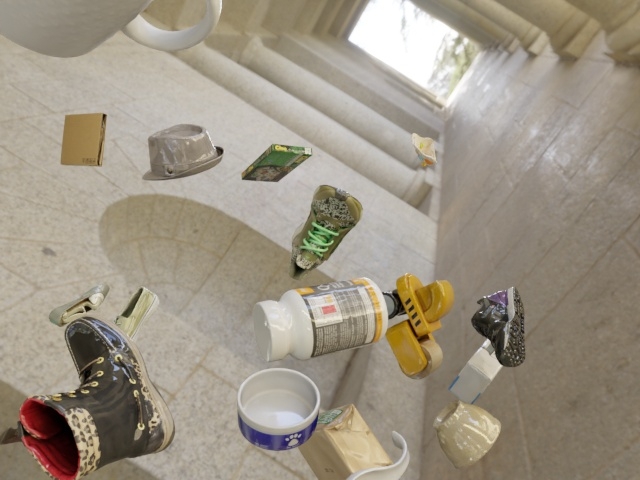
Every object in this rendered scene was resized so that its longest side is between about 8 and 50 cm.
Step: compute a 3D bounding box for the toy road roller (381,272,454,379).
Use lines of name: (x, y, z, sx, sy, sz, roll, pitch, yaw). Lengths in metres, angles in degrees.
toy road roller: (0.340, 0.264, 1.735, 0.241, 0.329, 0.203, -29, -14, 24)

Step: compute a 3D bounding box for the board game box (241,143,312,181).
board game box: (-0.145, -0.244, 1.700, 0.260, 0.136, 0.030, -25, 65, 57)

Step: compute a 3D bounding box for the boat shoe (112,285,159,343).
boat shoe: (-0.688, 0.298, 1.862, 0.094, 0.109, 0.302, 56, -133, -40)

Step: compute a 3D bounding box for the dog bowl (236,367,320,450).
dog bowl: (-0.136, 0.538, 1.703, 0.265, 0.265, 0.104, -57, -24, -59)

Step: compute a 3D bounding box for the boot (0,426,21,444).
boot: (-0.607, 0.432, 1.118, 0.107, 0.114, 0.037, -23, 38, 25)

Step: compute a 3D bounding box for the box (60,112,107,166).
box: (-0.742, -0.315, 1.653, 0.021, 0.201, 0.164, 5, -88, -56)

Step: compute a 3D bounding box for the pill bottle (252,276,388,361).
pill bottle: (-0.001, 0.181, 1.199, 0.279, 0.162, 0.162, -8, -27, -24)

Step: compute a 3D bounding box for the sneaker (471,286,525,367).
sneaker: (0.451, 0.233, 1.360, 0.124, 0.107, 0.283, -17, 18, 28)

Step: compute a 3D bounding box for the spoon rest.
spoon rest: (0.146, 0.619, 1.381, 0.084, 0.137, 0.276, 5, 32, 45)

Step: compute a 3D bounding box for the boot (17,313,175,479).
boot: (-0.506, 0.325, 1.136, 0.138, 0.377, 0.284, -40, -14, 13)

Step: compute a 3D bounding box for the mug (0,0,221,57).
mug: (-0.321, -0.447, 0.815, 0.328, 0.374, 0.276, -16, 50, 35)

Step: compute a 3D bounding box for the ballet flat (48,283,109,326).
ballet flat: (-0.751, 0.211, 1.684, 0.213, 0.068, 0.072, -33, -41, -45)

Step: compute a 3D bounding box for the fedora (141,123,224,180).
fedora: (-0.438, -0.282, 1.629, 0.243, 0.276, 0.124, -49, -47, -48)

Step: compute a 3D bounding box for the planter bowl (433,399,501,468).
planter bowl: (0.355, 0.475, 1.337, 0.162, 0.109, 0.162, -45, -6, -6)

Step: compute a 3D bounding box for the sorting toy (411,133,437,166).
sorting toy: (0.262, -0.240, 1.371, 0.045, 0.075, 0.083, -28, 40, 32)

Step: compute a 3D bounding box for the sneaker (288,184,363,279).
sneaker: (0.000, 0.000, 1.523, 0.410, 0.158, 0.181, 119, 175, -58)

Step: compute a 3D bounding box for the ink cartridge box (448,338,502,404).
ink cartridge box: (0.464, 0.360, 1.505, 0.191, 0.082, 0.139, -32, -29, -44)

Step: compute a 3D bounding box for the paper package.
paper package: (0.076, 0.823, 2.066, 0.168, 0.309, 0.325, -32, -5, -34)
